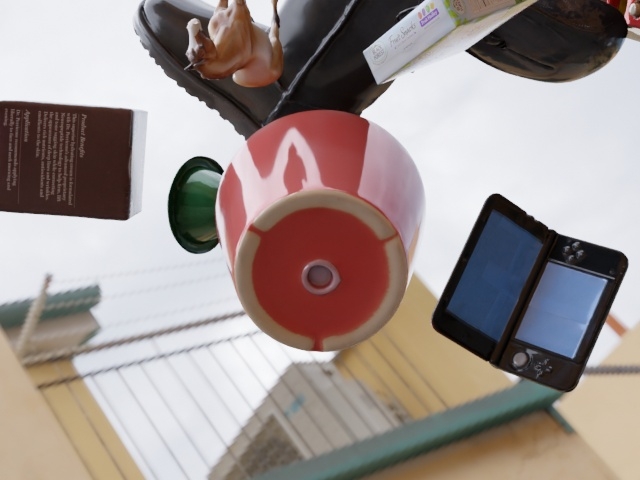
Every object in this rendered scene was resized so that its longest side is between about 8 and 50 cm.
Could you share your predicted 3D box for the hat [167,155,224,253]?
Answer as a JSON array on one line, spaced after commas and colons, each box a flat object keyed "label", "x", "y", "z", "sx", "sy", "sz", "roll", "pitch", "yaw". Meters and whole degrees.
[{"label": "hat", "x": -0.141, "y": -0.058, "z": 1.976, "sx": 0.208, "sy": 0.183, "sz": 0.173, "roll": 14, "pitch": -98, "yaw": -59}]

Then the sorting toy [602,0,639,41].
[{"label": "sorting toy", "x": 0.397, "y": -0.360, "z": 1.384, "sx": 0.089, "sy": 0.255, "sz": 0.257, "roll": -1, "pitch": -70, "yaw": -21}]

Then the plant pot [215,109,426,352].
[{"label": "plant pot", "x": 0.000, "y": 0.000, "z": 1.398, "sx": 0.274, "sy": 0.243, "sz": 0.275, "roll": 0, "pitch": -71, "yaw": 0}]

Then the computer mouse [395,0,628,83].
[{"label": "computer mouse", "x": 0.228, "y": -0.232, "z": 1.355, "sx": 0.272, "sy": 0.072, "sz": 0.188, "roll": 7, "pitch": -28, "yaw": -11}]

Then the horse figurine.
[{"label": "horse figurine", "x": -0.091, "y": -0.247, "z": 1.373, "sx": 0.066, "sy": 0.175, "sz": 0.263, "roll": -6, "pitch": -11, "yaw": 12}]

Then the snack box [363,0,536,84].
[{"label": "snack box", "x": 0.111, "y": -0.184, "z": 0.992, "sx": 0.100, "sy": 0.037, "sz": 0.141, "roll": -23, "pitch": -2, "yaw": -26}]

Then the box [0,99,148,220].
[{"label": "box", "x": -0.378, "y": -0.125, "z": 1.777, "sx": 0.203, "sy": 0.167, "sz": 0.169, "roll": 5, "pitch": -85, "yaw": -2}]

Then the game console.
[{"label": "game console", "x": 0.192, "y": 0.047, "z": 1.062, "sx": 0.085, "sy": 0.124, "sz": 0.144, "roll": 41, "pitch": -109, "yaw": -53}]

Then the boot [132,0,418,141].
[{"label": "boot", "x": -0.015, "y": -0.346, "z": 1.530, "sx": 0.445, "sy": 0.367, "sz": 0.146, "roll": -53, "pitch": -7, "yaw": 36}]
